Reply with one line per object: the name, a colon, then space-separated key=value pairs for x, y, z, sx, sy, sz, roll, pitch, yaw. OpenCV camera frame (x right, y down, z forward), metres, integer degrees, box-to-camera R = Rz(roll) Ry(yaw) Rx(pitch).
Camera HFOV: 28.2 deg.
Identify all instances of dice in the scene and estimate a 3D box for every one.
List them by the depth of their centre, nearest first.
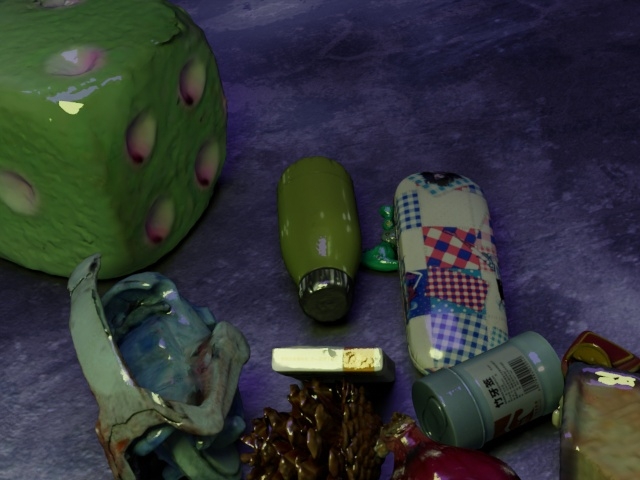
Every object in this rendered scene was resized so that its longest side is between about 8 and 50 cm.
dice: x=-0.333 y=-0.161 z=1.781 sx=0.318 sy=0.322 sz=0.330 roll=13 pitch=44 yaw=22

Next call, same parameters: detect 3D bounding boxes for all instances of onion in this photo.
onion: x=0.124 y=0.262 z=1.286 sx=0.173 sy=0.135 sz=0.198 roll=-29 pitch=84 yaw=-18

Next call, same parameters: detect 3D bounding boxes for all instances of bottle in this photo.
bottle: x=0.000 y=0.000 z=1.701 sx=0.112 sy=0.112 sz=0.260 roll=-6 pitch=39 yaw=0

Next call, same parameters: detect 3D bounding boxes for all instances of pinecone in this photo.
pinecone: x=-0.005 y=0.229 z=1.390 sx=0.174 sy=0.173 sz=0.173 roll=-4 pitch=39 yaw=3

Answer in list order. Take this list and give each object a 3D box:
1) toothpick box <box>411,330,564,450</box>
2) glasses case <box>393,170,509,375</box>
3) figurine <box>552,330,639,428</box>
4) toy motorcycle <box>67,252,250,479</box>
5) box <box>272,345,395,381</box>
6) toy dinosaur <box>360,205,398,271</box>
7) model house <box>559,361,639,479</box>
toothpick box: x=0.195 y=0.177 z=1.464 sx=0.153 sy=0.101 sz=0.101 roll=-22 pitch=41 yaw=-18
glasses case: x=0.163 y=0.040 z=1.627 sx=0.125 sy=0.076 sz=0.327 roll=0 pitch=50 yaw=-3
figurine: x=0.297 y=0.171 z=1.414 sx=0.098 sy=0.154 sz=0.082 roll=-33 pitch=40 yaw=-23
toy motorcycle: x=-0.174 y=0.133 z=1.469 sx=0.182 sy=0.241 sz=0.319 roll=-17 pitch=38 yaw=-2
box: x=0.021 y=0.145 z=1.464 sx=0.122 sy=0.220 sz=0.032 roll=0 pitch=80 yaw=7
toy dinosaur: x=0.117 y=0.001 z=1.736 sx=0.132 sy=0.059 sz=0.096 roll=-3 pitch=51 yaw=12
model house: x=0.382 y=0.234 z=1.276 sx=0.312 sy=0.245 sz=0.280 roll=-21 pitch=33 yaw=-20
